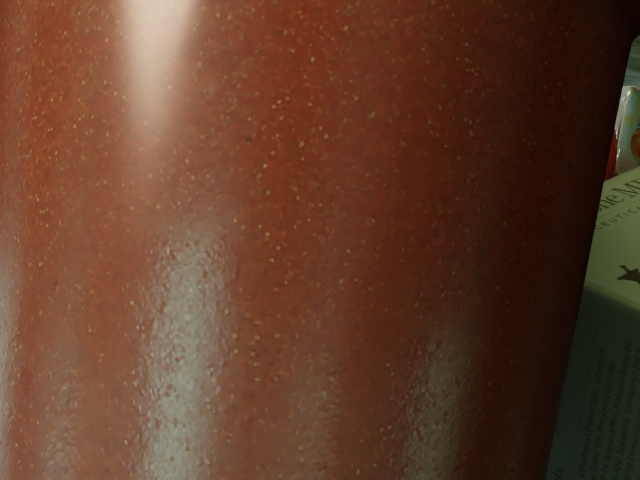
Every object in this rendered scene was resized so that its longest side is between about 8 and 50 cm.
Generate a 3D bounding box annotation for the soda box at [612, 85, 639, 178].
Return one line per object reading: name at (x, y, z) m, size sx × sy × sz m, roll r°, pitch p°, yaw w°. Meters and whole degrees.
soda box at (0.225, -0.046, 0.857) m, size 0.183 × 0.058 × 0.063 m, roll 20°, pitch -11°, yaw -42°

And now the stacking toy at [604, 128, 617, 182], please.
stacking toy at (0.000, 0.000, 0.659) m, size 0.330 × 0.141 × 0.141 m, roll -20°, pitch 31°, yaw -8°

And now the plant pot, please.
plant pot at (-0.010, -0.026, 0.482) m, size 0.272 × 0.265 × 0.272 m, roll 7°, pitch -5°, yaw 1°

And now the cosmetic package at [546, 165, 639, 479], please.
cosmetic package at (0.180, 0.073, 0.611) m, size 0.151 × 0.151 × 0.184 m, roll -21°, pitch 35°, yaw -40°
